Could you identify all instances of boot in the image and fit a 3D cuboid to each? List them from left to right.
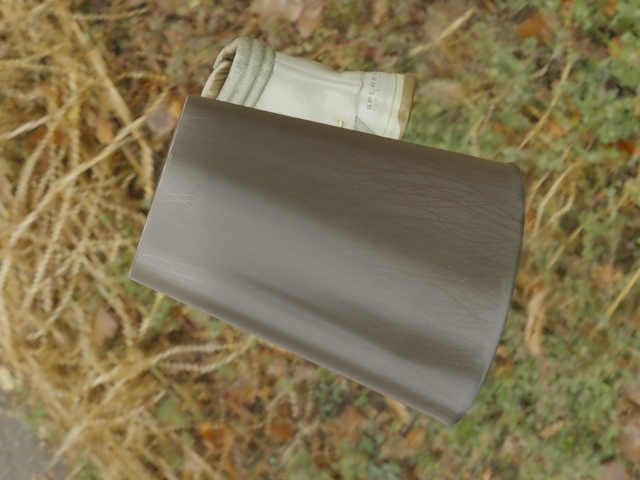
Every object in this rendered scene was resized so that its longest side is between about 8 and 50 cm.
[{"bbox_3d":[-0.025,-0.103,1.244,0.165,0.077,0.213,13,158,-12],"label":"boot"}]

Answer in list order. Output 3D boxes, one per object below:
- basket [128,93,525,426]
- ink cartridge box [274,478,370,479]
[{"bbox_3d":[0.000,0.000,0.943,0.227,0.204,0.154,17,135,-8],"label":"basket"},{"bbox_3d":[-0.005,0.209,0.725,0.206,0.208,0.045,38,144,46],"label":"ink cartridge box"}]
